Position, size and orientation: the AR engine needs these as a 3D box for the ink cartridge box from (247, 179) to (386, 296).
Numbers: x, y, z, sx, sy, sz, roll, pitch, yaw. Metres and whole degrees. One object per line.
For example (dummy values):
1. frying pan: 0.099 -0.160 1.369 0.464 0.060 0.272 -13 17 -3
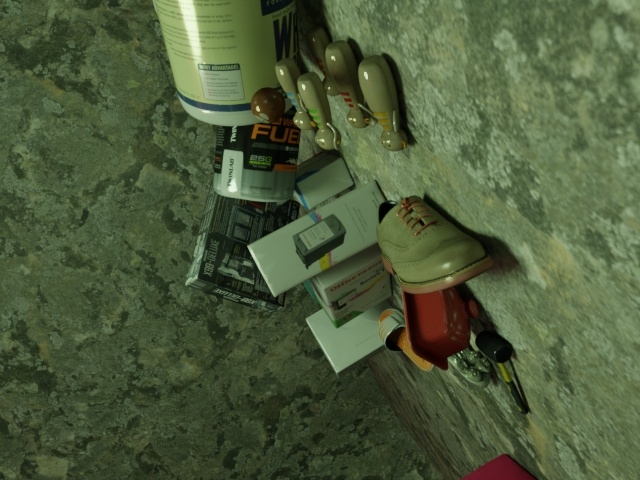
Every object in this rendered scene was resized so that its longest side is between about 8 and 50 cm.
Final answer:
1. ink cartridge box: 0.000 0.000 1.146 0.131 0.306 0.226 61 174 0

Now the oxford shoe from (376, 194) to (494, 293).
1. oxford shoe: 0.155 -0.004 0.815 0.130 0.122 0.348 67 171 -10

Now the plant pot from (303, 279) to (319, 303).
1. plant pot: 0.002 0.054 1.797 0.290 0.195 0.290 59 173 11

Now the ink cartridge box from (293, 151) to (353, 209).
1. ink cartridge box: -0.018 -0.164 1.320 0.078 0.134 0.231 62 172 -20

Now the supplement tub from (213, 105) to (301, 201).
1. supplement tub: -0.141 -0.256 1.157 0.193 0.193 0.316 -140 54 -70

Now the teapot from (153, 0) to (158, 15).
1. teapot: -0.223 -0.542 1.037 0.252 0.255 0.187 37 -134 -58

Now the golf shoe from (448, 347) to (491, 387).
1. golf shoe: 0.290 0.243 1.062 0.176 0.069 0.086 54 177 47

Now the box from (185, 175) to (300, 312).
1. box: -0.187 0.003 1.278 0.242 0.308 0.076 22 152 -30

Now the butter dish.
1. butter dish: 0.226 0.135 0.903 0.159 0.118 0.160 34 -136 -44

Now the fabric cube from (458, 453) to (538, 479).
1. fabric cube: 0.425 0.687 1.101 0.259 0.254 0.258 61 173 -4

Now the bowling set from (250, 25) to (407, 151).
1. bowling set: -0.008 -0.220 0.825 0.287 0.199 0.154 58 175 51

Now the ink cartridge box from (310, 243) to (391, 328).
1. ink cartridge box: 0.083 0.104 1.400 0.117 0.201 0.278 55 171 31

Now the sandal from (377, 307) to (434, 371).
1. sandal: 0.230 0.281 1.453 0.265 0.076 0.102 40 121 55

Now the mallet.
1. mallet: 0.329 0.238 0.900 0.190 0.039 0.062 60 173 -30

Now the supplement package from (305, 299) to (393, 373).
1. supplement package: 0.117 0.291 1.655 0.204 0.261 0.145 58 172 21

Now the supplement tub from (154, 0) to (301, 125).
1. supplement tub: -0.157 -0.390 0.857 0.235 0.235 0.325 -126 24 -43
